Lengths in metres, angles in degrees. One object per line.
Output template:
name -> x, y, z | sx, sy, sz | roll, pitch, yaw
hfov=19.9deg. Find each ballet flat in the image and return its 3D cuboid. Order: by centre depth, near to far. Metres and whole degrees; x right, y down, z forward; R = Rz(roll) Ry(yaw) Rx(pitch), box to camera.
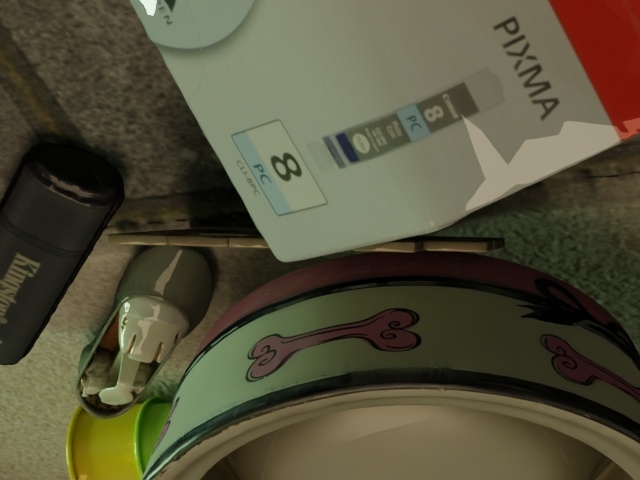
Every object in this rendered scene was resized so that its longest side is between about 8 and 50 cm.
ballet flat -> -0.137, 0.077, 1.411 | 0.072, 0.068, 0.213 | 20, 143, -13

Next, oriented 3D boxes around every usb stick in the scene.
usb stick -> -0.219, 0.016, 1.365 | 0.077, 0.045, 0.278 | 20, 144, -15

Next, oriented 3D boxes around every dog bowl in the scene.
dog bowl -> 0.070, 0.168, 1.314 | 0.408, 0.150, 0.408 | 1, 139, 1

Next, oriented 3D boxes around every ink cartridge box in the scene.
ink cartridge box -> 0.032, -0.158, 0.812 | 0.385, 0.091, 0.308 | -12, 109, 57

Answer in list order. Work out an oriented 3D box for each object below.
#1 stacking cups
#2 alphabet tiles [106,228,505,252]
stacking cups -> -0.049, 0.157, 1.500 | 0.316, 0.096, 0.096 | -11, 140, 19
alphabet tiles -> 0.000, 0.000, 1.219 | 0.237, 0.009, 0.198 | 2, -179, 11
